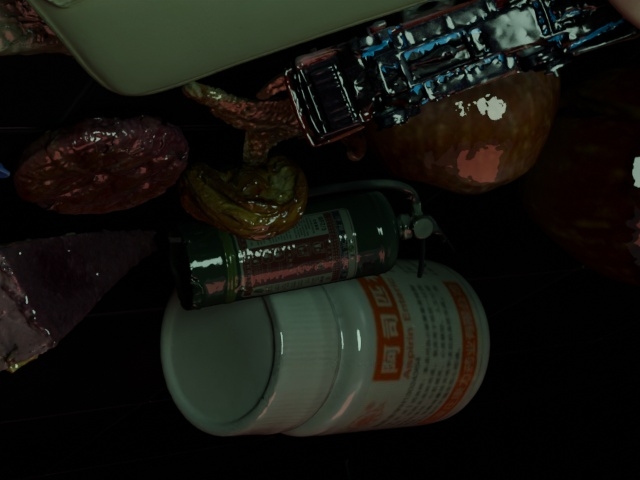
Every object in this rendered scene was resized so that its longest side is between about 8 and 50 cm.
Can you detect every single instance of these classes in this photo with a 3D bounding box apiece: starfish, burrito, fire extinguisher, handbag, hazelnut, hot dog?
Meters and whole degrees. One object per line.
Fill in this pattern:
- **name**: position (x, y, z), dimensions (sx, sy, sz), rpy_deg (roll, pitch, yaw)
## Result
- **starfish**: position (-0.020, -0.107, 1.046), dimensions (0.209, 0.053, 0.150), rpy_deg (4, 149, -36)
- **burrito**: position (-0.201, -0.132, 0.777), dimensions (0.171, 0.042, 0.051), rpy_deg (-8, 133, -39)
- **fire extinguisher**: position (0.000, 0.000, 1.312), dimensions (0.294, 0.118, 0.093), rpy_deg (-10, -162, -16)
- **handbag**: position (-0.064, -0.182, 0.675), dimensions (0.256, 0.079, 0.219), rpy_deg (-15, 147, 20)
- **hazelnut**: position (0.106, -0.107, 0.991), dimensions (0.154, 0.143, 0.143), rpy_deg (-3, 162, -4)
- **hot dog**: position (-0.068, -0.039, 1.130), dimensions (0.099, 0.065, 0.147), rpy_deg (-9, -170, -18)
- **hazelnut**: position (0.298, -0.058, 1.190), dimensions (0.233, 0.218, 0.218), rpy_deg (-9, 162, -22)

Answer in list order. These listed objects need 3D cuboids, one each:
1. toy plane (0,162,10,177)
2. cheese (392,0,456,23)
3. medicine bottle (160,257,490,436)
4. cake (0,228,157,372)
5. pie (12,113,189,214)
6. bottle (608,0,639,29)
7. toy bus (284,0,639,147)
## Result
- **toy plane**: position (-0.295, -0.031, 1.033), dimensions (0.062, 0.054, 0.167), rpy_deg (31, 138, -32)
- **cheese**: position (0.075, -0.186, 0.840), dimensions (0.127, 0.050, 0.235), rpy_deg (-16, 171, 0)
- **medicine bottle**: position (0.013, 0.118, 1.509), dimensions (0.211, 0.211, 0.371), rpy_deg (-28, 159, 37)
- **cake**: position (-0.242, 0.045, 1.171), dimensions (0.116, 0.113, 0.295), rpy_deg (-18, -176, 20)
- **pie**: position (-0.179, -0.059, 1.058), dimensions (0.154, 0.036, 0.154), rpy_deg (-13, 162, -4)
- **bottle**: position (0.283, -0.227, 0.702), dimensions (0.297, 0.173, 0.206), rpy_deg (-31, -169, 42)
- **toy bus**: position (0.094, -0.129, 0.883), dimensions (0.234, 0.074, 0.096), rpy_deg (-17, -175, 8)
